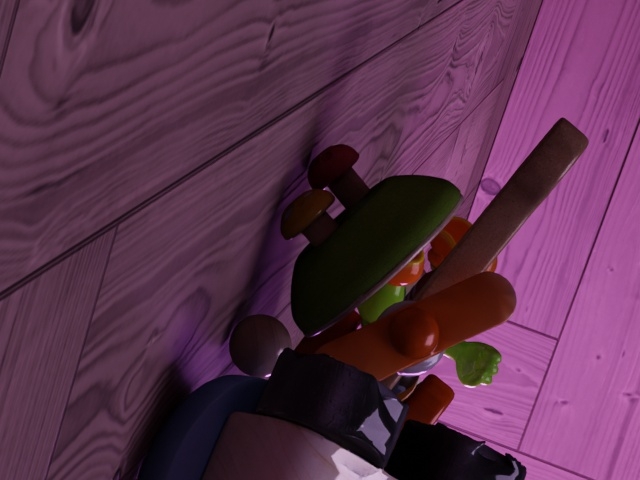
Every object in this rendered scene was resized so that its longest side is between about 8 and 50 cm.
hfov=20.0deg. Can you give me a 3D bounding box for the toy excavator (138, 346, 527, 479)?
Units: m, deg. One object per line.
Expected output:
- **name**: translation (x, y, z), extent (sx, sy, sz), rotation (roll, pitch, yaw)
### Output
- **toy excavator**: translation (-0.030, 0.252, 1.534), extent (0.433, 0.445, 0.222), rotation (34, 72, -36)

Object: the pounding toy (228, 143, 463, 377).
- **pounding toy**: translation (0.000, 0.000, 1.557), extent (0.237, 0.110, 0.183), rotation (-41, -175, 3)

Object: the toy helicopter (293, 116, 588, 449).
- **toy helicopter**: translation (0.104, 0.040, 1.559), extent (0.355, 0.140, 0.235), rotation (-52, 175, 8)

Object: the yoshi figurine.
- **yoshi figurine**: translation (0.100, 0.159, 2.226), extent (0.203, 0.203, 0.362), rotation (-44, 156, -53)
